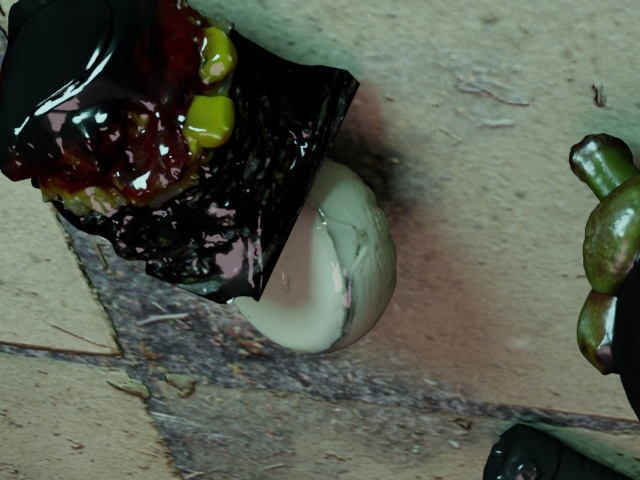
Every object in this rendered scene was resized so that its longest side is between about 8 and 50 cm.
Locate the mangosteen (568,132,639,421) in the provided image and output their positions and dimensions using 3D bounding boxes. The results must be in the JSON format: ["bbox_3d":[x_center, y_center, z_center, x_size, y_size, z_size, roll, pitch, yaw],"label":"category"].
[{"bbox_3d":[0.232,0.023,0.828,0.250,0.211,0.211,39,151,22],"label":"mangosteen"}]

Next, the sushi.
[{"bbox_3d":[-0.108,-0.073,0.859,0.172,0.153,0.150,20,171,31],"label":"sushi"}]

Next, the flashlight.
[{"bbox_3d":[0.237,0.216,1.175,0.232,0.093,0.093,26,144,-5],"label":"flashlight"}]

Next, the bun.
[{"bbox_3d":[0.000,0.000,0.969,0.138,0.094,0.138,25,128,37],"label":"bun"}]
